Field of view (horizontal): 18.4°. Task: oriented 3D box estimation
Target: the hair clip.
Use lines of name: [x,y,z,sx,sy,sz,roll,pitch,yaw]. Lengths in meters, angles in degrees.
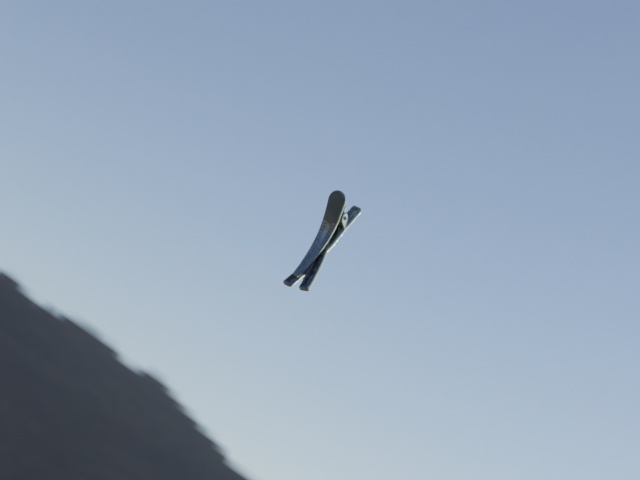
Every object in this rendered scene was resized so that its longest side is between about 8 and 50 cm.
hair clip: [-0.001,0.000,1.973,0.030,0.115,0.039,10,-33,34]
